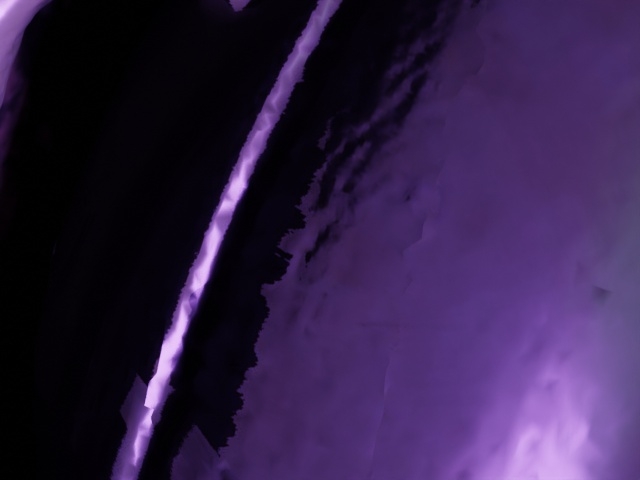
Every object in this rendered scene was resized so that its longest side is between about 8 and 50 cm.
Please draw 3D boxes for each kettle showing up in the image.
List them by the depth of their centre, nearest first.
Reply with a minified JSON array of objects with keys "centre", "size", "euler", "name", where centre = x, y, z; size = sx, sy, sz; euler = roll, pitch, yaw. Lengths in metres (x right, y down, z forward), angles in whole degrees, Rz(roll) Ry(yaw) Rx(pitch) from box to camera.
[{"centre":[0.000,0.000,0.566],"size":[0.321,0.228,0.324],"euler":[2,117,-28],"name":"kettle"}]
